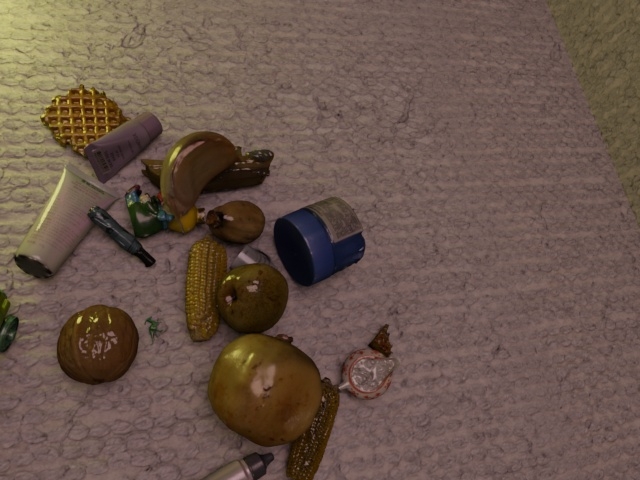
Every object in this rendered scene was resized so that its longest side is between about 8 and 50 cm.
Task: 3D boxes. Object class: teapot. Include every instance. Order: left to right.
[{"bbox_3d":[0.139,0.438,1.815,0.246,0.116,0.159,-30,92,-9],"label":"teapot"}]

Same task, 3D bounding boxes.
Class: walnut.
[{"bbox_3d":[-0.617,0.285,1.558,0.228,0.228,0.227,7,67,-17],"label":"walnut"}]

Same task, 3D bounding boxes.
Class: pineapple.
[{"bbox_3d":[0.208,0.337,1.918,0.114,0.077,0.114,53,43,-33],"label":"pineapple"}]

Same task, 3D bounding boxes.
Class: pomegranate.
[{"bbox_3d":[-0.153,0.417,1.612,0.333,0.332,0.332,7,67,-17],"label":"pomegranate"}]

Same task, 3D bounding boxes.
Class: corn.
[{"bbox_3d":[-0.358,0.142,1.749,0.130,0.130,0.346,6,68,-17],"label":"corn"},{"bbox_3d":[-0.018,0.574,1.699,0.115,0.115,0.317,20,74,-11],"label":"corn"}]

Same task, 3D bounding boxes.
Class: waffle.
[{"bbox_3d":[-0.777,-0.400,1.861,0.254,0.052,0.245,39,61,-1],"label":"waffle"}]

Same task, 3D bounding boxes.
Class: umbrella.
[{"bbox_3d":[-0.610,-0.012,1.730,0.250,0.053,0.052,45,57,-16],"label":"umbrella"}]

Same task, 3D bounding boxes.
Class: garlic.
[{"bbox_3d":[-0.402,-0.209,1.744,0.196,0.151,0.338,38,66,-10],"label":"garlic"}]

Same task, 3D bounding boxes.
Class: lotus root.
[{"bbox_3d":[-0.272,-0.056,1.826,0.257,0.154,0.140,-1,67,-60],"label":"lotus root"}]

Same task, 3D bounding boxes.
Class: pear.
[{"bbox_3d":[-0.210,0.174,1.683,0.211,0.188,0.228,22,100,-49],"label":"pear"}]

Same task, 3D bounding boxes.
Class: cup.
[{"bbox_3d":[-0.210,0.076,1.844,0.133,0.099,0.136,37,63,-1],"label":"cup"}]

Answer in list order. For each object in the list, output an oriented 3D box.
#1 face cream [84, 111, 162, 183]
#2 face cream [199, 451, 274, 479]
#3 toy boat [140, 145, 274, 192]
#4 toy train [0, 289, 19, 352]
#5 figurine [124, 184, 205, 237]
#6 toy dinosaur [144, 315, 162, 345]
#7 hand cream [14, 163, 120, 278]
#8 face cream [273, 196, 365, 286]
[{"bbox_3d":[-0.644,-0.317,1.836,0.096,0.154,0.274,25,55,22],"label":"face cream"},{"bbox_3d":[-0.269,0.687,1.586,0.312,0.092,0.092,-24,79,-26],"label":"face cream"},{"bbox_3d":[-0.375,-0.255,1.902,0.446,0.136,0.162,-8,67,-21],"label":"toy boat"},{"bbox_3d":[-0.923,0.305,1.405,0.179,0.272,0.441,17,65,-10],"label":"toy train"},{"bbox_3d":[-0.498,-0.104,1.810,0.234,0.127,0.185,-16,68,-14],"label":"figurine"},{"bbox_3d":[-0.514,0.270,1.704,0.062,0.021,0.083,31,58,2],"label":"toy dinosaur"},{"bbox_3d":[-0.777,-0.056,1.698,0.186,0.118,0.358,32,56,-16],"label":"hand cream"},{"bbox_3d":[0.000,0.000,1.864,0.225,0.249,0.249,-24,79,-25],"label":"face cream"}]
